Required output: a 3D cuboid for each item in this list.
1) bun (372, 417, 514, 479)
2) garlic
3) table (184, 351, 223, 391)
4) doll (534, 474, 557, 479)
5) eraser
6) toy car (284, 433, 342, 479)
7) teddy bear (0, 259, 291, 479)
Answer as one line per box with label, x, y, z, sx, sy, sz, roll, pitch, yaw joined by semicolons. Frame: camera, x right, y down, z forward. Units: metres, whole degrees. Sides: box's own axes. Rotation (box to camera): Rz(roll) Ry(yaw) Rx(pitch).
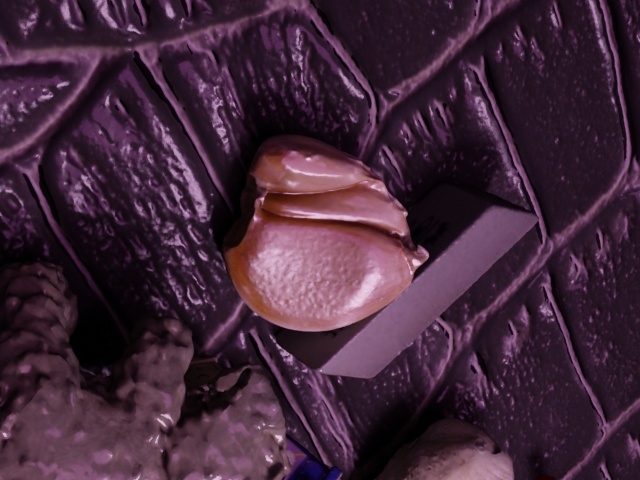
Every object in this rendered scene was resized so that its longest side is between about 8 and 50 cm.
bun;0.150;0.359;1.577;0.239;0.141;0.239;-18;121;-34
garlic;0.000;0.000;1.345;0.228;0.110;0.217;21;102;-14
table;-0.146;0.175;1.337;0.079;0.083;0.062;-8;114;-32
doll;0.359;0.549;1.750;0.188;0.099;0.384;-28;107;-20
eraser;0.108;0.045;1.439;0.352;0.111;0.077;-42;124;-13
toy car;-0.094;0.313;1.365;0.158;0.235;0.172;45;55;1
teddy bear;-0.204;0.232;1.189;0.367;0.224;0.357;16;98;-18
